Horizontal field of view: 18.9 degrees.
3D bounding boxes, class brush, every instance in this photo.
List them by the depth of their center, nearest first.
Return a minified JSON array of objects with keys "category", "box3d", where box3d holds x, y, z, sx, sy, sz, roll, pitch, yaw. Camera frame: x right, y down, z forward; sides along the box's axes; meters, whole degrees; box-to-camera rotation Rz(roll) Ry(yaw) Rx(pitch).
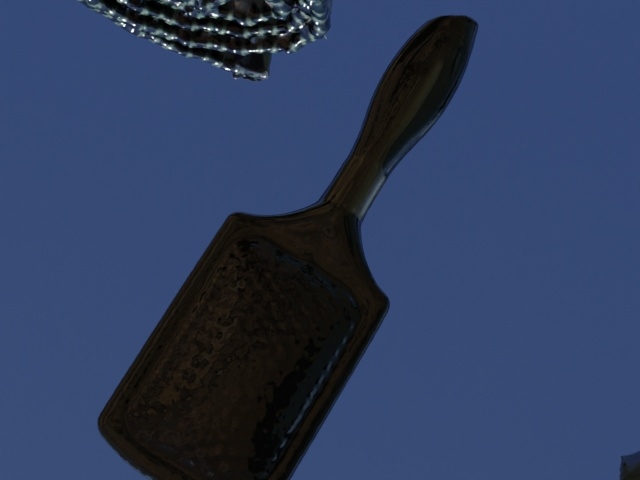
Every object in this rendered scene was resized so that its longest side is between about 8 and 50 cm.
[{"category":"brush","box3d":[0.000,0.000,0.631,0.063,0.016,0.193,31,-110,0]}]

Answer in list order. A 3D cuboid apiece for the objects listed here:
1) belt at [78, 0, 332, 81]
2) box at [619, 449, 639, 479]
[{"category":"belt","box3d":[-0.090,-0.247,1.230,0.295,0.207,0.160,30,-122,-36]},{"category":"box","box3d":[0.271,0.187,1.050,0.138,0.178,0.274,46,-152,-24]}]
